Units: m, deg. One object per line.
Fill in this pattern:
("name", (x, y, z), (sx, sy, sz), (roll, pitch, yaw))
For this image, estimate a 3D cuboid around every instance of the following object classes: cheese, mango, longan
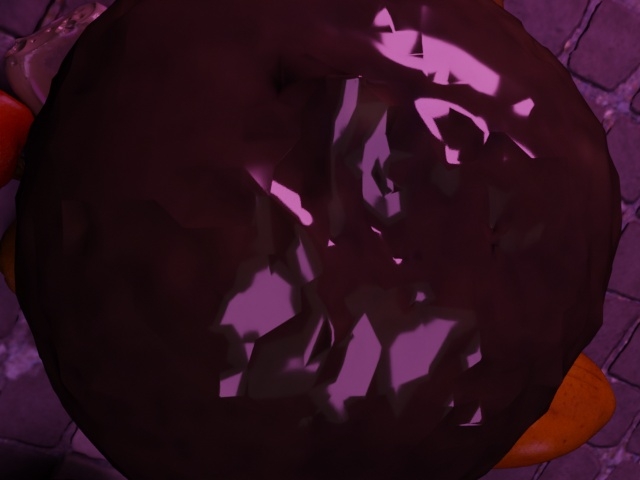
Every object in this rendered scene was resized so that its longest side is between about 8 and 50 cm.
("cheese", (-0.158, -0.086, 0.792), (0.097, 0.037, 0.192), (-31, 121, -2))
("mango", (0.154, 0.138, 0.952), (0.252, 0.154, 0.126), (9, 119, -8))
("longan", (0.000, 0.000, 0.670), (0.391, 0.391, 0.391), (-8, 117, -16))

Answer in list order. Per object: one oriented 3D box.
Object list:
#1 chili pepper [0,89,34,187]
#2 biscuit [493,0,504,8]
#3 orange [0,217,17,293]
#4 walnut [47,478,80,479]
("chili pepper", (-0.253, -0.071, 0.738), (0.192, 0.086, 0.084), (33, 72, -20))
("biscuit", (0.088, -0.236, 0.802), (0.197, 0.049, 0.301), (36, 100, -27))
("orange", (-0.206, 0.009, 0.795), (0.095, 0.085, 0.085), (-13, 121, 12))
("walnut", (-0.229, 0.323, 0.843), (0.248, 0.248, 0.248), (-8, 117, -16))
